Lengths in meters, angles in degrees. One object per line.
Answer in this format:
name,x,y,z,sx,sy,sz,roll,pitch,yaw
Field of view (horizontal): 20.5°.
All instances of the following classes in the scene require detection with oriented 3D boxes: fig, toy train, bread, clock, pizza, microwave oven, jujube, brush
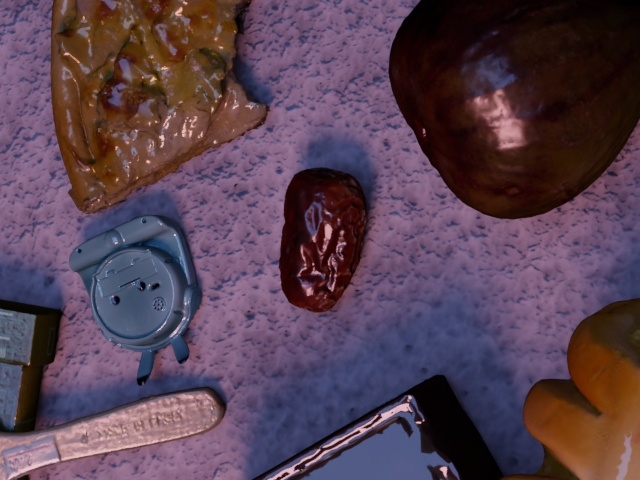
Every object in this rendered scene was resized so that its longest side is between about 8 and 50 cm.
fig,0.226,-0.149,1.473,0.321,0.217,0.217,-20,78,-12
toy train,-0.329,0.157,1.672,0.137,0.090,0.225,9,94,9
bread,0.280,0.182,1.366,0.211,0.316,0.270,-11,62,59
clock,-0.164,0.056,1.642,0.108,0.045,0.147,-25,79,17
pizza,-0.157,-0.185,1.638,0.223,0.089,0.323,1,87,23
microwave oven,0.038,0.246,1.486,0.247,0.188,0.178,-30,82,11
jujube,0.000,0.000,1.573,0.077,0.077,0.129,11,95,20
brush,-0.252,0.189,1.622,0.337,0.020,0.085,-15,95,0
